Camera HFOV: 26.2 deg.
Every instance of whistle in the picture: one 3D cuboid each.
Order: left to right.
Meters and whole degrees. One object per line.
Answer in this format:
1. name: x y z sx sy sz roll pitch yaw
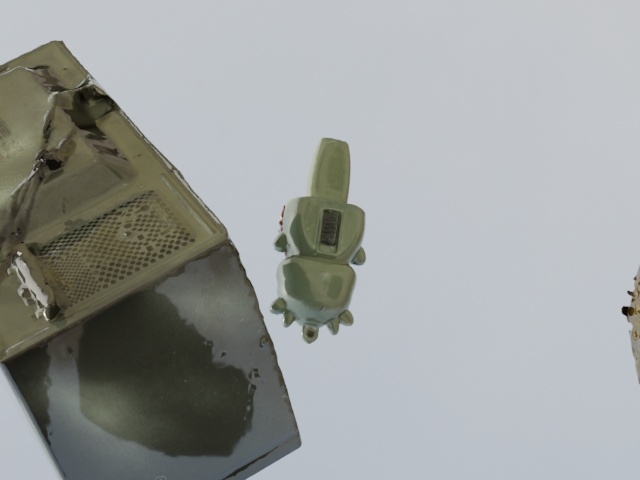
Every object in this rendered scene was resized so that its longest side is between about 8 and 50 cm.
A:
1. whistle: -0.001 -0.001 1.644 0.102 0.106 0.253 18 -107 -40

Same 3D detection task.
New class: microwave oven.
1. microwave oven: -0.250 0.039 1.417 0.236 0.374 0.432 -30 -135 -14

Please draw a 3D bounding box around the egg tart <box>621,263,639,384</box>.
1. egg tart: 0.438 0.078 1.381 0.178 0.443 0.443 11 -172 44
